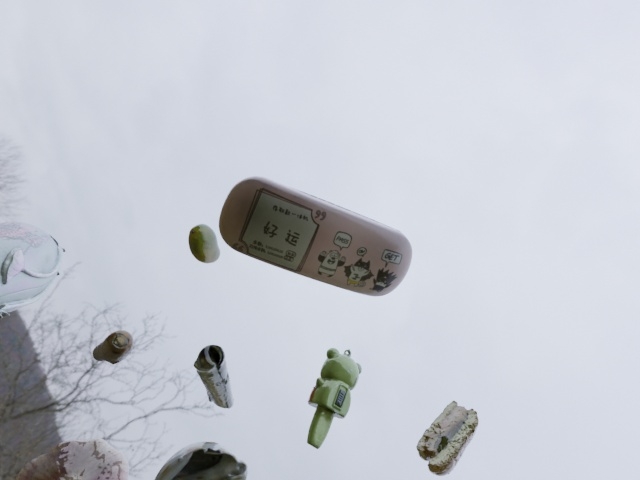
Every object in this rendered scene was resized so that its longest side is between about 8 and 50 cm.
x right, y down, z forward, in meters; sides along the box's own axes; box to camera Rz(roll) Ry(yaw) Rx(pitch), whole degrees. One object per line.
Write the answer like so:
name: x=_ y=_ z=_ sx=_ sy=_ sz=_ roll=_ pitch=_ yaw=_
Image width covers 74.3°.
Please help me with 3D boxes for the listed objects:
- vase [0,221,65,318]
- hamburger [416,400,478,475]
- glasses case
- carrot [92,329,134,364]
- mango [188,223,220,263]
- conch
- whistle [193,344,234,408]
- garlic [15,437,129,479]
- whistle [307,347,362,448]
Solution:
vase: x=-0.842 y=0.096 z=1.039 sx=0.445 sy=0.249 sz=0.250 roll=-112 pitch=-171 yaw=-72
hamburger: x=0.413 y=0.650 z=1.354 sx=0.124 sy=0.262 sz=0.131 roll=12 pitch=-60 yaw=46
glasses case: x=0.000 y=0.000 z=0.656 sx=0.122 sy=0.314 sz=0.075 roll=-67 pitch=-163 yaw=9
carrot: x=-0.520 y=0.272 z=1.050 sx=0.342 sy=0.070 sz=0.070 roll=-28 pitch=-90 yaw=52
mango: x=-0.465 y=0.021 z=1.700 sx=0.085 sy=0.122 sz=0.191 roll=3 pitch=-53 yaw=25
conch: x=-0.261 y=0.511 z=0.837 sx=0.183 sy=0.274 sz=0.149 roll=53 pitch=-9 yaw=-1
whistle: x=-0.252 y=0.342 z=1.026 sx=0.067 sy=0.057 sz=0.327 roll=5 pitch=-36 yaw=-4
garlic: x=-0.509 y=0.524 z=0.856 sx=0.245 sy=0.245 sz=0.253 roll=51 pitch=-38 yaw=13
whistle: x=0.032 y=0.444 z=1.213 sx=0.131 sy=0.289 sz=0.106 roll=37 pitch=-30 yaw=-20
